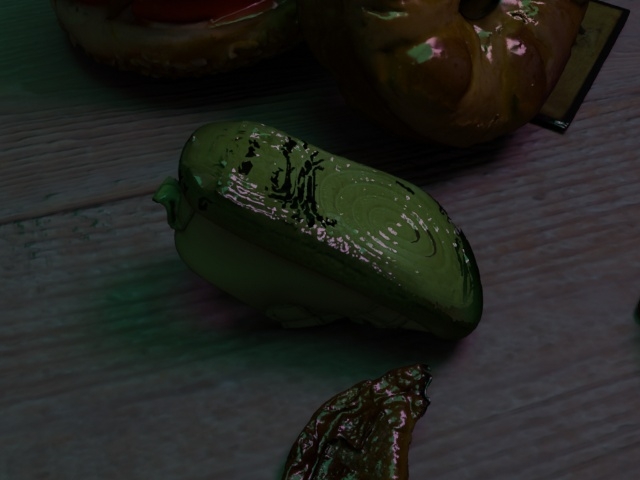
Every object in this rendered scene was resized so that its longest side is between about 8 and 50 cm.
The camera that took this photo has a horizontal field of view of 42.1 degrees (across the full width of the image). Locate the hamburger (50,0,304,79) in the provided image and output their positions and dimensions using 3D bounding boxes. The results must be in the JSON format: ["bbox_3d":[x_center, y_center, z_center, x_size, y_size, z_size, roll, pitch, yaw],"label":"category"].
[{"bbox_3d":[-0.130,-0.324,0.845,0.329,0.250,0.330,2,47,-3],"label":"hamburger"}]

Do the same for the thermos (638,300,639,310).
[{"bbox_3d":[0.330,0.022,0.666,0.124,0.099,0.232,-6,35,45],"label":"thermos"}]

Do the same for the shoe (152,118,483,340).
[{"bbox_3d":[0.004,-0.005,0.645,0.262,0.128,0.140,26,54,-19],"label":"shoe"}]

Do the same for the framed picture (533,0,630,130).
[{"bbox_3d":[0.162,-0.256,0.961,0.338,0.014,0.255,24,50,18],"label":"framed picture"}]

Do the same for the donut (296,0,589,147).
[{"bbox_3d":[0.123,-0.240,0.763,0.317,0.299,0.150,-21,14,-35],"label":"donut"}]

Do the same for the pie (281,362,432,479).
[{"bbox_3d":[0.018,0.162,0.551,0.088,0.033,0.191,8,52,13],"label":"pie"}]
